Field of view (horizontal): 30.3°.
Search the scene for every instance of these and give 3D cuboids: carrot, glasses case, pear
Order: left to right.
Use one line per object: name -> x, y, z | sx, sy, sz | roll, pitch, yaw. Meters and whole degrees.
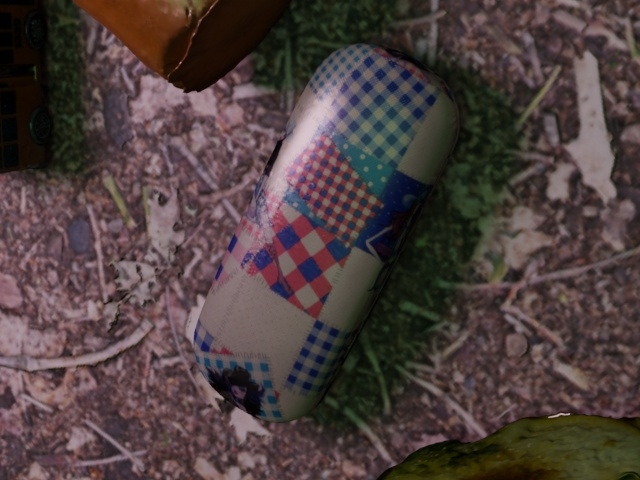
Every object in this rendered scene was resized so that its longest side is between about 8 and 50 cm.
carrot -> -0.154, -0.247, 0.904 | 0.196, 0.196, 0.254 | -43, 83, 23
glasses case -> 0.000, 0.000, 0.948 | 0.125, 0.076, 0.327 | 31, 111, 12
pear -> 0.177, 0.275, 0.891 | 0.238, 0.164, 0.255 | -20, 98, 14

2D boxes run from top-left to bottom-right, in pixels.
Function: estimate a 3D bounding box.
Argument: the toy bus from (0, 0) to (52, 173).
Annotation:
toy bus -> -0.299, -0.150, 1.025 | 0.091, 0.103, 0.182 | 4, 101, 21
